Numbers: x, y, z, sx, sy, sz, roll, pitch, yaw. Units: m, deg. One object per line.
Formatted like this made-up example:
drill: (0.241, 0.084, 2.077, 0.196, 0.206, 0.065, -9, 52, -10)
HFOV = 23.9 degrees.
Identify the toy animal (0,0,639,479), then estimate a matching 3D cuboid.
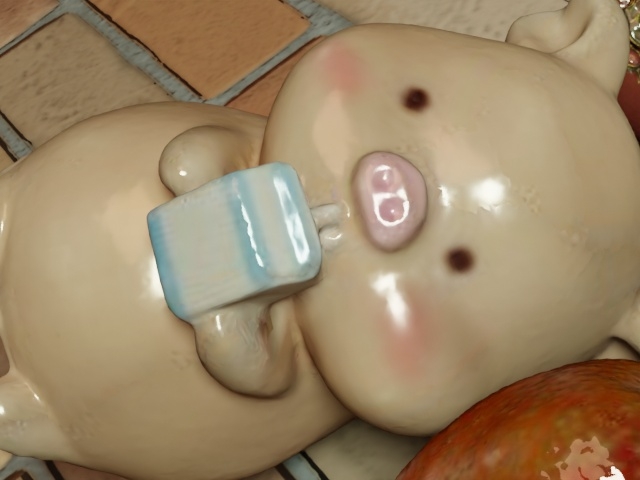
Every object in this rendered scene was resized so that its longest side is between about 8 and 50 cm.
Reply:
toy animal: (0.003, -0.001, 0.642, 0.256, 0.213, 0.195, -14, 81, 33)

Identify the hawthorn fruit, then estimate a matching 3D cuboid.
hawthorn fruit: (0.092, 0.112, 0.543, 0.138, 0.133, 0.132, -18, 40, 22)

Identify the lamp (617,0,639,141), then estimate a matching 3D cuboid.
lamp: (0.168, -0.097, 0.747, 0.101, 0.090, 0.101, -3, 81, 19)
